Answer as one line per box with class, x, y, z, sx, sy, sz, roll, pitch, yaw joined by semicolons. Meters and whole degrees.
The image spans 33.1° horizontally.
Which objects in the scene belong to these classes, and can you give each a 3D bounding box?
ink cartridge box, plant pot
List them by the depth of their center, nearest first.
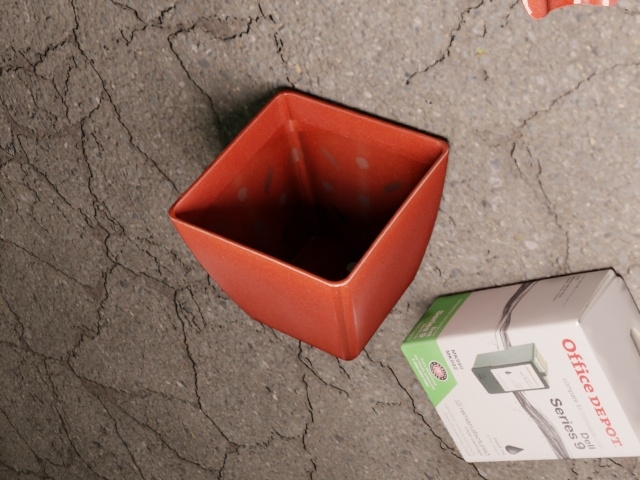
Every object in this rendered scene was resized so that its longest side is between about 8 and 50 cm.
ink cartridge box;0.282;0.171;1.410;0.289;0.121;0.211;-15;111;46
plant pot;0.000;0.000;1.433;0.267;0.267;0.236;22;145;26

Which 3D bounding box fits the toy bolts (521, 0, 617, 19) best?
toy bolts;0.250;-0.344;1.060;0.218;0.158;0.229;-6;114;-3
